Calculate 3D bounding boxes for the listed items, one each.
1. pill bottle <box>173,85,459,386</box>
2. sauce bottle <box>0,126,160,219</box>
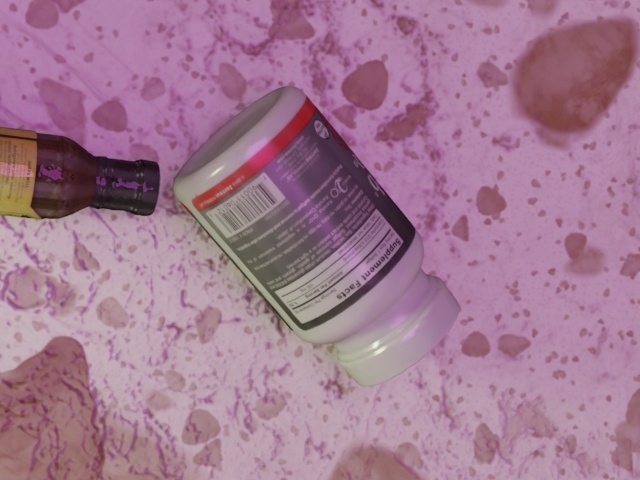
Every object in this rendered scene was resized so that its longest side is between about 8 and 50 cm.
[{"bbox_3d":[0.000,0.000,1.934,0.210,0.210,0.363,-44,105,-14],"label":"pill bottle"},{"bbox_3d":[-0.370,-0.081,1.852,0.344,0.111,0.111,7,88,-18],"label":"sauce bottle"}]
